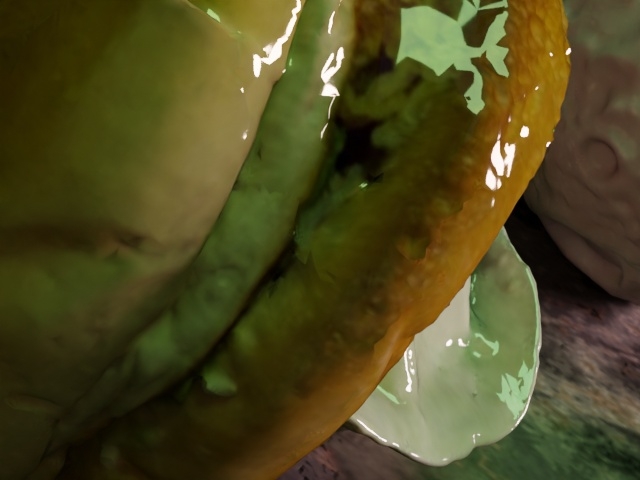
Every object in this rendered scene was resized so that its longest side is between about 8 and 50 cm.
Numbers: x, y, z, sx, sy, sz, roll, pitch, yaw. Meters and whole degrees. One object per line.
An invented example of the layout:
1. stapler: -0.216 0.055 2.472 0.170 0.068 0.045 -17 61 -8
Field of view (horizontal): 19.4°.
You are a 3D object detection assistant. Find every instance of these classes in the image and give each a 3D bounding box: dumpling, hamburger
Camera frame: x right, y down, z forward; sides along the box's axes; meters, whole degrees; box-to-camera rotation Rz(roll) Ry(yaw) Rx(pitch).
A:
1. dumpling: 0.000 0.000 0.751 0.162 0.132 0.250 14 32 -22
2. hamburger: -0.073 -0.043 0.587 0.170 0.314 0.290 32 39 -25

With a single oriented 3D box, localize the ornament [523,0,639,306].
1. ornament: 0.215 -0.088 0.963 0.259 0.259 0.225 -40 115 -61
